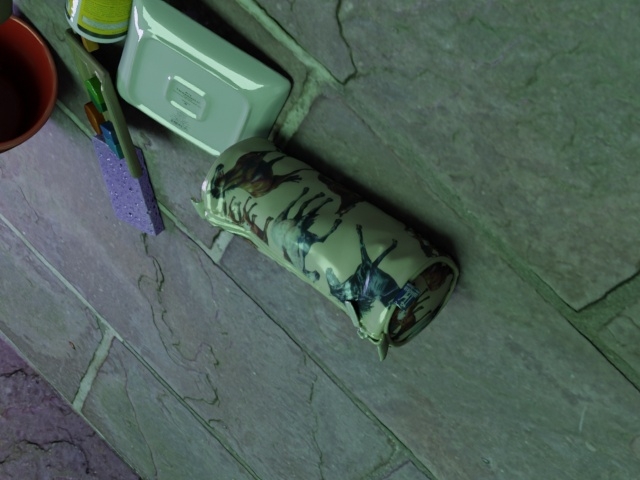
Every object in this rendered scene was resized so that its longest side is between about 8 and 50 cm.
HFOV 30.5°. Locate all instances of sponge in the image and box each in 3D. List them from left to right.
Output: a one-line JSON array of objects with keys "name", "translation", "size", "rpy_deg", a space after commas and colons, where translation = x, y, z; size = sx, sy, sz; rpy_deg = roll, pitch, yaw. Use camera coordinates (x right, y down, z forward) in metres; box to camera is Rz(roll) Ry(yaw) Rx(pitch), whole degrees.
[{"name": "sponge", "translation": [-0.375, -0.110, 2.280], "size": [0.117, 0.031, 0.210], "rpy_deg": [26, 142, 32]}]

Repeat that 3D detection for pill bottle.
[{"name": "pill bottle", "translation": [-0.323, -0.408, 1.792], "size": [0.119, 0.119, 0.208], "rpy_deg": [44, 149, 7]}]

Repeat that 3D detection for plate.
[{"name": "plate", "translation": [-0.202, -0.235, 1.850], "size": [0.277, 0.045, 0.278], "rpy_deg": [31, 150, 0]}]

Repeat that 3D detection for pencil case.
[{"name": "pencil case", "translation": [0.000, 0.000, 1.793], "size": [0.410, 0.183, 0.160], "rpy_deg": [34, 147, 23]}]

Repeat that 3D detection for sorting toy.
[{"name": "sorting toy", "translation": [-0.395, -0.274, 2.024], "size": [0.229, 0.041, 0.307], "rpy_deg": [50, 160, 47]}]

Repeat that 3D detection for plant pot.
[{"name": "plant pot", "translation": [-0.649, -0.279, 2.236], "size": [0.275, 0.275, 0.243], "rpy_deg": [50, 159, -5]}]

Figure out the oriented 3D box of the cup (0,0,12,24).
[{"name": "cup", "translation": [-0.665, -0.521, 1.951], "size": [0.331, 0.331, 0.237], "rpy_deg": [32, 121, 25]}]
